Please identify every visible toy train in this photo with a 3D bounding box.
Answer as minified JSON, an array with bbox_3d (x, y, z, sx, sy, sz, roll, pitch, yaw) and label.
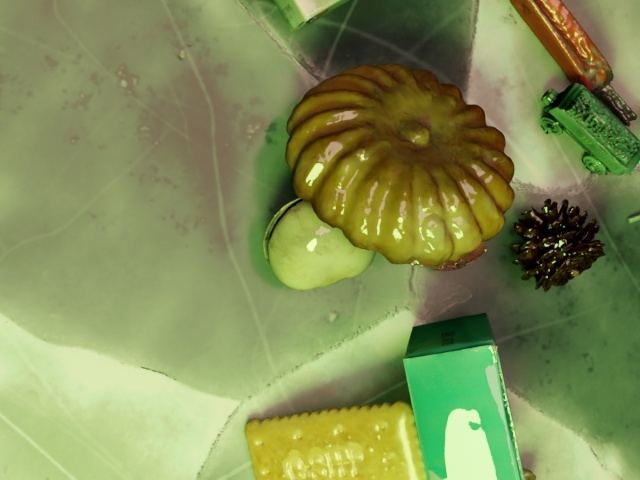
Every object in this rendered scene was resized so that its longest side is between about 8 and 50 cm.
[{"bbox_3d":[0.402,-0.163,1.523,0.172,0.099,0.070,41,78,-9],"label":"toy train"}]

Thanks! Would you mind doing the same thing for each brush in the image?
[{"bbox_3d":[0.366,-0.293,1.535,0.051,0.070,0.323,-44,100,-8],"label":"brush"}]

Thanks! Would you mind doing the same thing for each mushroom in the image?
[{"bbox_3d":[0.000,0.000,1.400,0.154,0.122,0.154,-12,131,-15],"label":"mushroom"}]

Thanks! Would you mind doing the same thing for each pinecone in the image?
[{"bbox_3d":[0.339,0.003,1.490,0.140,0.140,0.120,-23,73,-15],"label":"pinecone"}]

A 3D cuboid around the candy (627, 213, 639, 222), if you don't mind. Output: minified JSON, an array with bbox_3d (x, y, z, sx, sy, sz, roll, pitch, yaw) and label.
[{"bbox_3d":[0.609,-0.077,1.603,0.288,0.084,0.078,-19,90,-5],"label":"candy"}]

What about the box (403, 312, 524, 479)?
[{"bbox_3d":[0.186,0.215,1.340,0.118,0.311,0.205,-13,92,7],"label":"box"}]

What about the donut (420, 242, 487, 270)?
[{"bbox_3d":[0.161,-0.021,1.472,0.117,0.065,0.166,-38,96,-14],"label":"donut"}]

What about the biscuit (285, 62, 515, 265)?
[{"bbox_3d":[0.114,-0.118,1.373,0.326,0.107,0.325,9,53,-12],"label":"biscuit"}]

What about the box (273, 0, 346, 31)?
[{"bbox_3d":[0.041,-0.413,1.446,0.269,0.079,0.135,-33,96,-14],"label":"box"}]

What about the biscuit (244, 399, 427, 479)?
[{"bbox_3d":[0.021,0.301,1.366,0.250,0.030,0.160,-11,95,24],"label":"biscuit"}]

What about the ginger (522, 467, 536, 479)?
[{"bbox_3d":[0.151,0.423,1.451,0.333,0.080,0.166,-9,105,-22],"label":"ginger"}]
